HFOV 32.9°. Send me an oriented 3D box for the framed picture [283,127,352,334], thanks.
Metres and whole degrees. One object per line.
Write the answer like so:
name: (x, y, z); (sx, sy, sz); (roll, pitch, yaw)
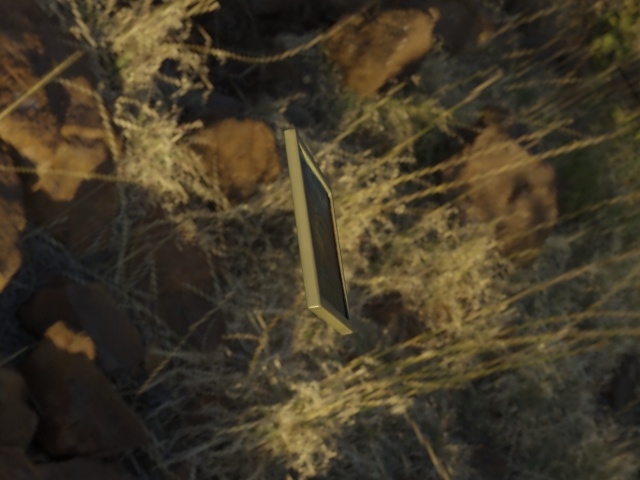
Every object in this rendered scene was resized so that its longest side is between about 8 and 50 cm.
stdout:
framed picture: (0.000, 0.000, 1.163); (0.250, 0.016, 0.184); (54, 27, -75)
